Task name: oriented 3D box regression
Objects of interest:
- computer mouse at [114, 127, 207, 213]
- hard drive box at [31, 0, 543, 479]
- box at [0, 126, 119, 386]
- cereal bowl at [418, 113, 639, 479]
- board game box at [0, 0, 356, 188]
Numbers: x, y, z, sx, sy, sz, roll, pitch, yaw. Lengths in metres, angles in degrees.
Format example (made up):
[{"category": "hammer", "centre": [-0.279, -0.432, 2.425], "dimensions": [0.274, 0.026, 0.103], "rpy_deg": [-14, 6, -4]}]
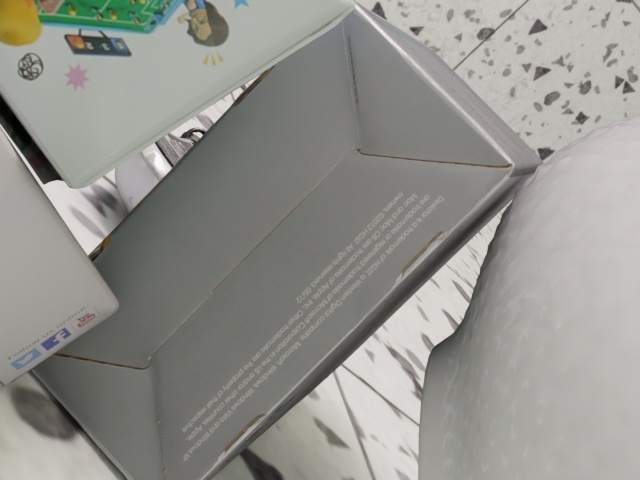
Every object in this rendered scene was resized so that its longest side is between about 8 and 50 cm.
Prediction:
[{"category": "computer mouse", "centre": [-0.077, -0.026, 0.694], "dimensions": [0.106, 0.042, 0.193], "rpy_deg": [54, 7, 8]}, {"category": "hard drive box", "centre": [0.000, 0.000, 0.538], "dimensions": [0.089, 0.181, 0.232], "rpy_deg": [46, 11, 6]}, {"category": "box", "centre": [-0.165, -0.099, 0.311], "dimensions": [0.232, 0.058, 0.322], "rpy_deg": [51, -11, 18]}, {"category": "cereal bowl", "centre": [0.118, 0.116, 0.489], "dimensions": [0.339, 0.141, 0.339], "rpy_deg": [-4, 90, -79]}, {"category": "board game box", "centre": [-0.135, -0.165, 0.395], "dimensions": [0.303, 0.097, 0.224], "rpy_deg": [57, -11, -11]}]
